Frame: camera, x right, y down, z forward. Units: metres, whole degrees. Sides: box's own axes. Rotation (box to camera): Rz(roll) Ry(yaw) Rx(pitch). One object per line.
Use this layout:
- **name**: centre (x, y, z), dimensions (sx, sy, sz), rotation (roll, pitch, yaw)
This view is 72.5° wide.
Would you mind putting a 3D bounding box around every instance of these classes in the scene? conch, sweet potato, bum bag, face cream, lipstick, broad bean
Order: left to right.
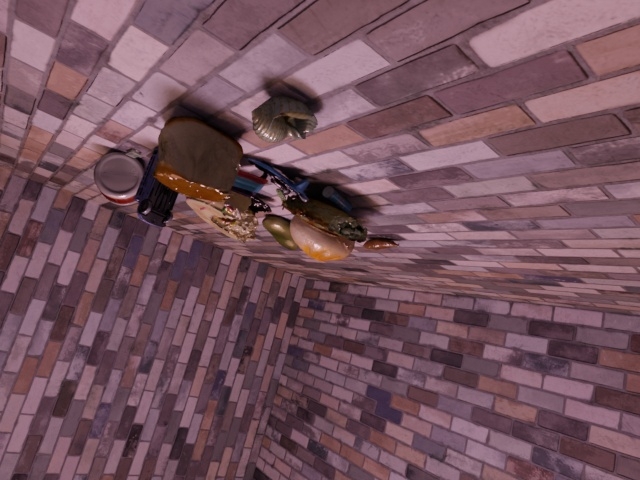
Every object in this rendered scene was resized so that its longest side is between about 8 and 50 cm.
- **face cream**: centre (-0.869, -0.265, 1.906), dimensions (0.201, 0.200, 0.187), rotation (19, 168, -16)
- **bum bag**: centre (-0.325, -0.184, 1.930), dimensions (0.248, 0.069, 0.102), rotation (33, 177, -20)
- **broad bean**: centre (-0.202, -0.056, 2.318), dimensions (0.189, 0.121, 0.263), rotation (12, 154, 38)
- **conch**: centre (-0.089, -0.294, 1.040), dimensions (0.153, 0.102, 0.135), rotation (-17, 177, -37)
- **lipstick**: centre (0.064, -0.152, 1.637), dimensions (0.048, 0.048, 0.158), rotation (8, 166, 32)
- **sweet potato**: centre (0.293, 0.015, 2.125), dimensions (0.206, 0.059, 0.068), rotation (2, -160, 44)

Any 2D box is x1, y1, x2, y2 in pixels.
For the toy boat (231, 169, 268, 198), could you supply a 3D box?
- **toy boat**: centre (-0.346, -0.233, 1.571), dimensions (0.392, 0.079, 0.136), rotation (23, 174, 33)

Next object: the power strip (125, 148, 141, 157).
- **power strip**: centre (-0.772, -0.359, 1.801), dimensions (0.040, 0.016, 0.090), rotation (24, 165, -39)

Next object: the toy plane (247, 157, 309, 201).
- **toy plane**: centre (-0.149, -0.215, 1.535), dimensions (0.247, 0.078, 0.169), rotation (22, -165, -18)

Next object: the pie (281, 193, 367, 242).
- **pie**: centre (0.024, -0.087, 1.675), dimensions (0.355, 0.102, 0.288), rotation (22, -173, -37)

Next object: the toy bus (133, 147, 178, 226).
- **toy bus**: centre (-0.613, -0.203, 1.658), dimensions (0.133, 0.291, 0.125), rotation (11, 168, 33)

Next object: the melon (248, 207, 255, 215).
- **melon**: centre (-0.363, -0.138, 2.114), dimensions (0.099, 0.099, 0.162), rotation (14, 170, 6)

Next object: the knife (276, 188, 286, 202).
- **knife**: centre (-0.161, -0.181, 1.870), dimensions (0.030, 0.014, 0.207), rotation (15, 168, 10)

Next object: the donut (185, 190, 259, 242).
- **donut**: centre (-0.403, -0.141, 1.803), dimensions (0.308, 0.150, 0.371), rotation (26, 163, 9)

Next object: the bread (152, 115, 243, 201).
- **bread**: centre (-0.382, -0.245, 1.329), dimensions (0.250, 0.224, 0.279), rotation (19, 171, -27)

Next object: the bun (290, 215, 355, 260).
- **bun**: centre (0.000, 0.000, 1.883), dimensions (0.299, 0.164, 0.299), rotation (20, -164, -6)
